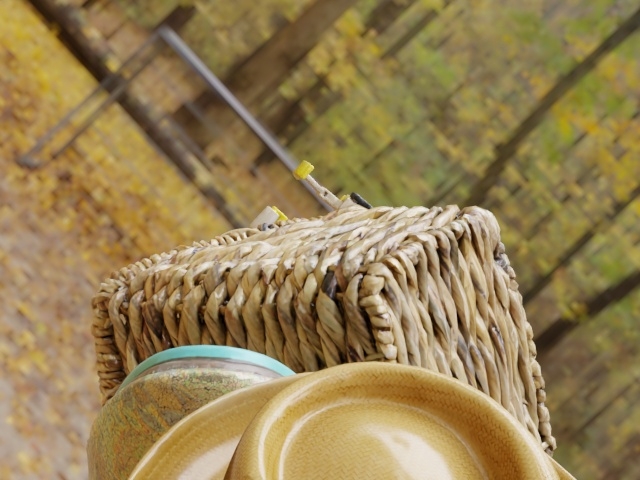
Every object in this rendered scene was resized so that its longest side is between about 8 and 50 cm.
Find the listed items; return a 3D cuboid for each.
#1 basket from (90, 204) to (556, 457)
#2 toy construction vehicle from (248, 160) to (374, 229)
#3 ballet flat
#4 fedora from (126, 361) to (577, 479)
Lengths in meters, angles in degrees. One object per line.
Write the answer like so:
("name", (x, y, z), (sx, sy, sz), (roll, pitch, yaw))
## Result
("basket", (0.014, 0.132, 1.047), (0.213, 0.223, 0.299), (-28, 109, -57))
("toy construction vehicle", (0.000, 0.000, 1.209), (0.098, 0.086, 0.035), (39, -7, -4))
("ballet flat", (-0.057, 0.159, 0.763), (0.123, 0.123, 0.348), (48, -23, 13))
("fedora", (0.024, 0.099, 0.486), (0.194, 0.194, 0.079), (49, -32, 32))
